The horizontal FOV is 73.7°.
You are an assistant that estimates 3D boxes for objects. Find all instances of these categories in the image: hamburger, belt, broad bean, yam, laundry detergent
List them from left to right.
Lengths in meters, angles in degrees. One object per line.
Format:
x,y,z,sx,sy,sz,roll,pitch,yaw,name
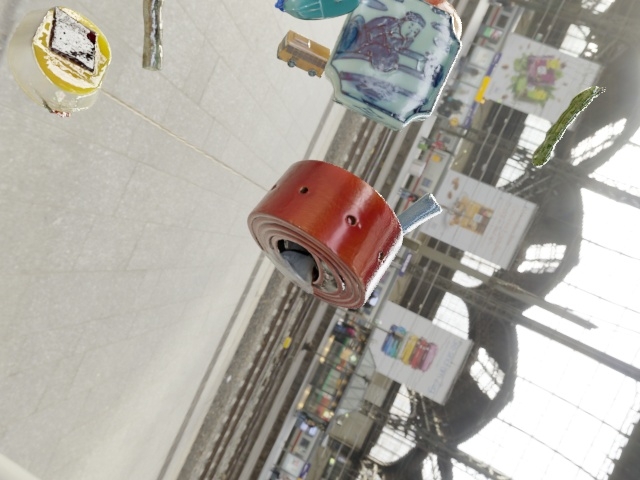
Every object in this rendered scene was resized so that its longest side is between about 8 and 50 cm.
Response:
-0.687,-0.474,1.133,0.227,0.151,0.295,41,45,-45,hamburger
-0.473,-0.617,1.211,0.061,0.061,0.253,-36,135,-72,yam
0.000,0.000,0.691,0.115,0.227,0.324,-52,177,-18,belt
0.347,-0.078,1.739,0.289,0.094,0.143,-34,169,15,laundry detergent
0.656,-0.307,1.159,0.052,0.052,0.256,-36,159,-47,broad bean

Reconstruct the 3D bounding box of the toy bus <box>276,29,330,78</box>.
-0.066,-0.752,1.719,0.114,0.200,0.098,-44,-144,51,toy bus

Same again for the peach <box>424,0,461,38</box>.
0.349,-0.686,1.403,0.199,0.243,0.243,-35,-168,38,peach

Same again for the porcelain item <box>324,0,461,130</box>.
0.169,-0.431,1.032,0.157,0.281,0.286,-102,-142,-81,porcelain item

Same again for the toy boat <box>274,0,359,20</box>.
-0.010,-0.506,0.876,0.091,0.174,0.110,71,10,-54,toy boat
